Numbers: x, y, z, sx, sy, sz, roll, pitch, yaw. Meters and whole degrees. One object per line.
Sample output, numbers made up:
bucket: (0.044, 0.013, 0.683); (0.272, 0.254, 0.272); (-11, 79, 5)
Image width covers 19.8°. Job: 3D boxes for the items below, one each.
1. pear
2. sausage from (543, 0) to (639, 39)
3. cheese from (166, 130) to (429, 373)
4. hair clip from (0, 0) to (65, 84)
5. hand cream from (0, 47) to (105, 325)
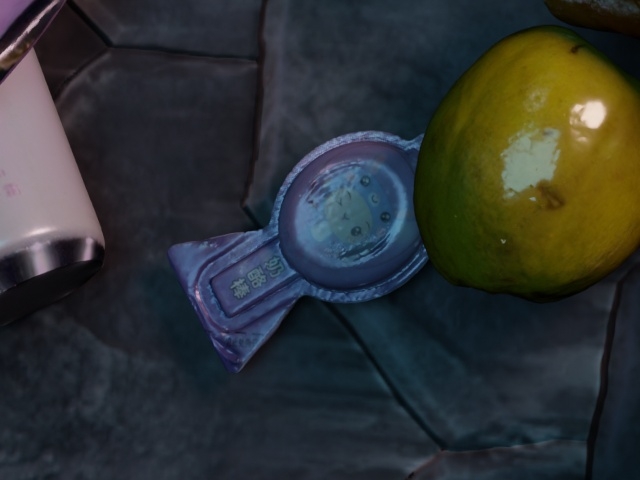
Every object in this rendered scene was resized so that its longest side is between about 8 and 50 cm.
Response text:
pear: (0.130, -0.039, 1.063); (0.149, 0.149, 0.162); (27, 92, 17)
sausage: (0.250, -0.114, 0.981); (0.302, 0.103, 0.076); (26, 75, 25)
cheese: (0.000, 0.000, 1.152); (0.191, 0.042, 0.105); (-34, 74, 13)
hair clip: (-0.208, -0.196, 1.169); (0.110, 0.095, 0.358); (-7, 49, 36)
hand cream: (-0.258, -0.113, 1.210); (0.185, 0.118, 0.358); (-29, 72, 4)
